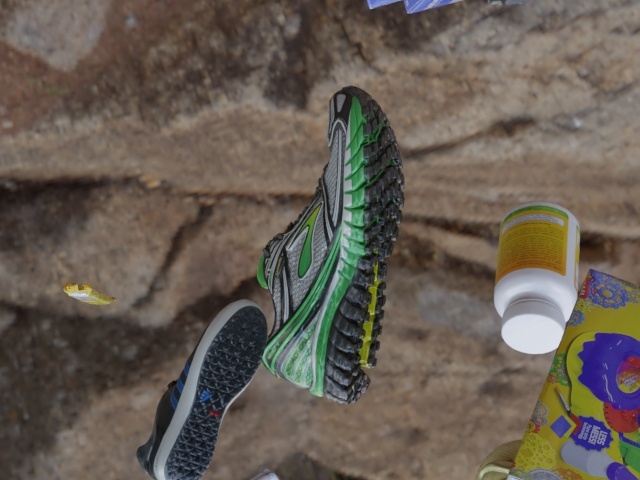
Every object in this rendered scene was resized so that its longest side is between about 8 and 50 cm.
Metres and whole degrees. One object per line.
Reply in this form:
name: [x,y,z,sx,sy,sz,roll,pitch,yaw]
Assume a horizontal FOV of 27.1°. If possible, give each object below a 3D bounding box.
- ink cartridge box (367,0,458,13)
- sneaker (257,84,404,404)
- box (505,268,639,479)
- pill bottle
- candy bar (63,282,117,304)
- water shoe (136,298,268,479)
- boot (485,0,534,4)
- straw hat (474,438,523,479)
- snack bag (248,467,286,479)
ink cartridge box: [0.155,-0.326,1.231,0.311,0.185,0.065,-17,177,-16]
sneaker: [0.000,0.000,1.451,0.146,0.343,0.134,12,-175,18]
box: [0.253,0.235,1.186,0.177,0.290,0.279,21,129,12]
pill bottle: [0.359,0.064,2.214,0.136,0.245,0.136,7,137,6]
candy bar: [-0.312,0.074,1.802,0.040,0.018,0.161,1,172,3]
water shoe: [-0.126,0.147,1.339,0.073,0.080,0.203,35,75,-37]
boot: [0.241,-0.331,1.350,0.198,0.077,0.137,-29,147,-19]
straw hat: [0.261,0.343,1.895,0.144,0.144,0.061,-38,137,24]
snack bag: [-0.122,0.392,1.052,0.343,0.037,0.323,-27,112,-19]
